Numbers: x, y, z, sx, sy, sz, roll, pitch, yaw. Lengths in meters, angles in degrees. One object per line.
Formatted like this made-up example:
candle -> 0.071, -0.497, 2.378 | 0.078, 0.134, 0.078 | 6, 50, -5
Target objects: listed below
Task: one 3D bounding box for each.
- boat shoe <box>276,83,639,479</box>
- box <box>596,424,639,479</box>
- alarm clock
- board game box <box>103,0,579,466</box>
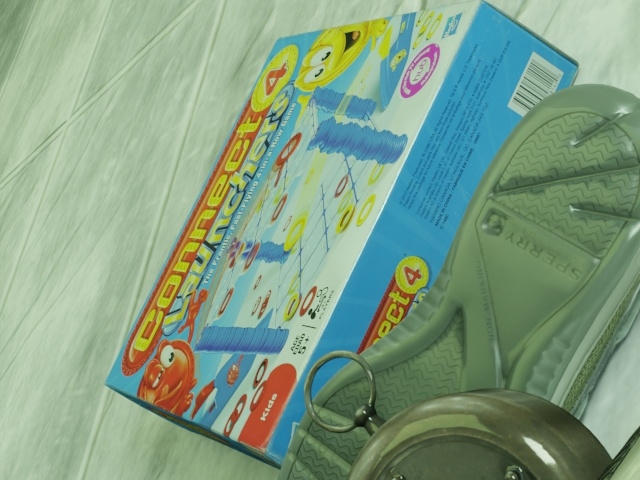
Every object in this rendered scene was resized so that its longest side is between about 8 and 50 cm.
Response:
boat shoe -> 0.086, 0.071, 0.773 | 0.118, 0.103, 0.320 | 34, 99, 29
box -> 0.100, 0.176, 0.569 | 0.275, 0.094, 0.113 | -54, -11, 11
alarm clock -> 0.059, 0.121, 0.687 | 0.192, 0.064, 0.129 | 43, 107, 25
board game box -> 0.000, 0.000, 1.023 | 0.302, 0.086, 0.308 | 5, 67, 64
